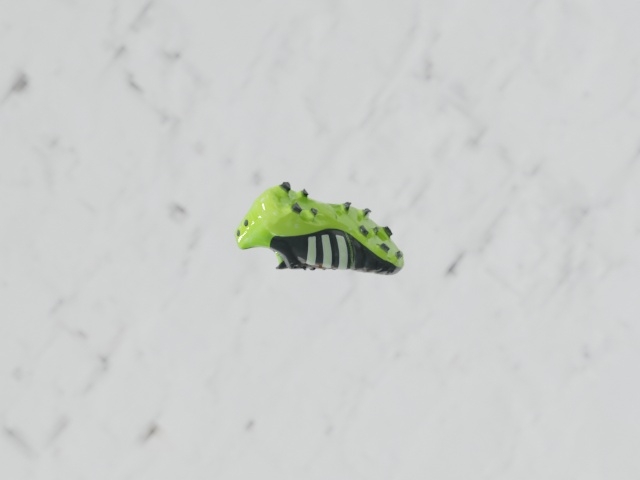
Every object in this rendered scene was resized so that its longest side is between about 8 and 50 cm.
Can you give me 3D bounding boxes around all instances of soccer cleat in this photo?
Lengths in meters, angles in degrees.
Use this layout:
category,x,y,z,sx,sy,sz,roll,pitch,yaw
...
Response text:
category,x,y,z,sx,sy,sz,roll,pitch,yaw
soccer cleat,0.000,0.000,1.669,0.179,0.060,0.072,21,-54,-42
